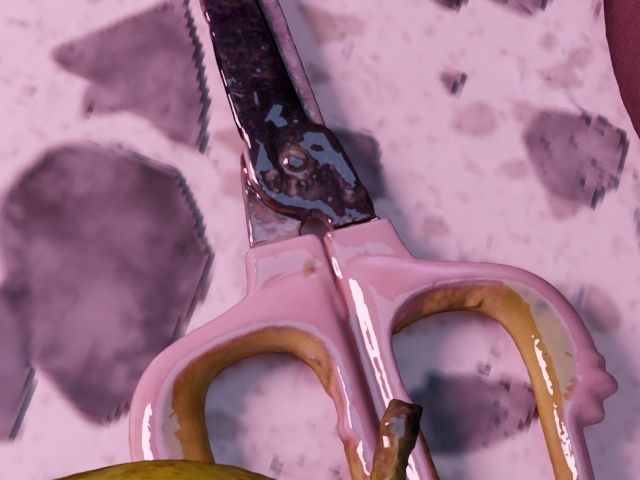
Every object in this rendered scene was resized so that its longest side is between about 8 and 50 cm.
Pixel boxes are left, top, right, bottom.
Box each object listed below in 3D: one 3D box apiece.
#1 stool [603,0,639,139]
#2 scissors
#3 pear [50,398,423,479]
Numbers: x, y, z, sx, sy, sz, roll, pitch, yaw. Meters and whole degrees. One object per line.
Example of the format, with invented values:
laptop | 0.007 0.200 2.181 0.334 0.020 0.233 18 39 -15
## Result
stool | 0.239 -0.109 0.520 0.272 0.178 0.272 1 73 -3
scissors | 0.000 0.000 0.525 0.160 0.024 0.317 -13 72 -15
pear | -0.025 0.129 0.400 0.180 0.166 0.216 34 54 19
